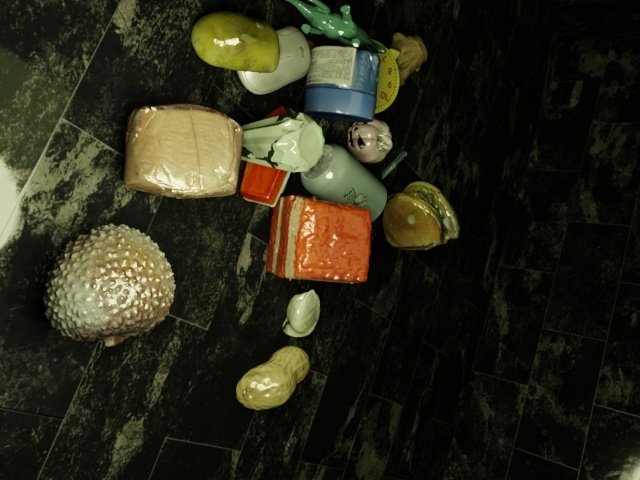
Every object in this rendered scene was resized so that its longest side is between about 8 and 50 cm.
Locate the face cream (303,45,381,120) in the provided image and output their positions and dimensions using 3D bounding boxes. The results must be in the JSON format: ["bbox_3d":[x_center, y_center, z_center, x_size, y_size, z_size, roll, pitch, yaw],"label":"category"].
[{"bbox_3d":[0.075,-0.531,1.876,0.248,0.248,0.225,-3,103,-49],"label":"face cream"}]

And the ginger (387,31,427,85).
[{"bbox_3d":[0.323,-0.720,2.240,0.190,0.126,0.354,52,58,-35],"label":"ginger"}]

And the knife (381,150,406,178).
[{"bbox_3d":[0.320,-0.331,2.385,0.210,0.015,0.028,-45,133,-35],"label":"knife"}]

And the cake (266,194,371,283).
[{"bbox_3d":[0.000,0.000,1.774,0.269,0.319,0.270,6,91,-22],"label":"cake"}]

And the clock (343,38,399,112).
[{"bbox_3d":[0.180,-0.618,2.057,0.276,0.071,0.294,8,90,-26],"label":"clock"}]

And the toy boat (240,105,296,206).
[{"bbox_3d":[-0.143,-0.271,1.763,0.133,0.145,0.332,38,68,-70],"label":"toy boat"}]

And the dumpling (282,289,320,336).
[{"bbox_3d":[-0.061,0.262,1.968,0.150,0.092,0.177,21,79,-48],"label":"dumpling"}]

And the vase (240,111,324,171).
[{"bbox_3d":[-0.160,-0.279,1.562,0.165,0.359,0.165,-12,105,-48],"label":"vase"}]

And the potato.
[{"bbox_3d":[-0.226,-0.577,1.566,0.271,0.111,0.161,2,88,-26],"label":"potato"}]

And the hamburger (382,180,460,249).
[{"bbox_3d":[0.408,-0.098,2.300,0.195,0.317,0.277,-29,112,-33],"label":"hamburger"}]

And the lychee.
[{"bbox_3d":[-0.498,0.106,1.292,0.299,0.299,0.301,-10,104,-48],"label":"lychee"}]

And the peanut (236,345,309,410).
[{"bbox_3d":[-0.144,0.471,1.860,0.291,0.159,0.143,-29,143,-44],"label":"peanut"}]

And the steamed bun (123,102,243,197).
[{"bbox_3d":[-0.367,-0.221,1.460,0.301,0.199,0.252,3,79,-29],"label":"steamed bun"}]

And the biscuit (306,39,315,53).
[{"bbox_3d":[-0.050,-0.651,1.899,0.091,0.015,0.078,4,94,-50],"label":"biscuit"}]

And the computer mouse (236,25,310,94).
[{"bbox_3d":[-0.131,-0.573,1.739,0.296,0.121,0.184,-32,121,-44],"label":"computer mouse"}]

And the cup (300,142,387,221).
[{"bbox_3d":[0.077,-0.200,1.976,0.312,0.205,0.206,35,70,-45],"label":"cup"}]

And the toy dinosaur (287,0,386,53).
[{"bbox_3d":[0.043,-0.739,1.900,0.331,0.383,0.130,-52,168,-74],"label":"toy dinosaur"}]

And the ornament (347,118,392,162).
[{"bbox_3d":[0.194,-0.384,2.115,0.177,0.177,0.178,-10,104,-48],"label":"ornament"}]
